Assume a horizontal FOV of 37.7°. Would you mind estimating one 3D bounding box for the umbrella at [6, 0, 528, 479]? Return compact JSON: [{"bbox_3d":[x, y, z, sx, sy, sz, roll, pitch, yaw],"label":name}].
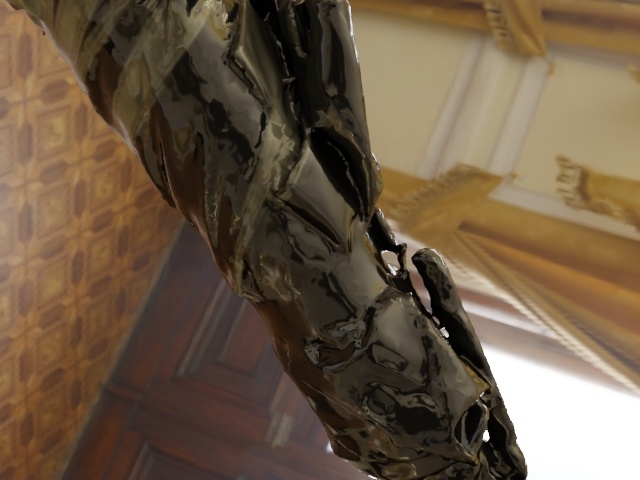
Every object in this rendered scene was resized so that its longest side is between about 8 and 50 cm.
[{"bbox_3d":[0.001,-0.002,0.403,0.106,0.357,0.113,-36,-167,-7],"label":"umbrella"}]
